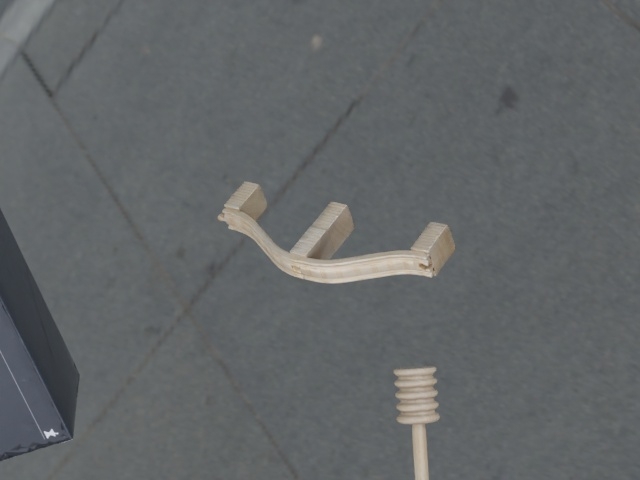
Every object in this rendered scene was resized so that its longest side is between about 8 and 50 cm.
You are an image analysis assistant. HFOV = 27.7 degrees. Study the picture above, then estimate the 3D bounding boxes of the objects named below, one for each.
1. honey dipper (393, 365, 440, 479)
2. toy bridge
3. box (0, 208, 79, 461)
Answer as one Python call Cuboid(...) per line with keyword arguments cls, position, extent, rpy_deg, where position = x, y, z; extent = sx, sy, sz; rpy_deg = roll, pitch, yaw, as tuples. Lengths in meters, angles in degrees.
Cuboid(cls="honey dipper", position=(0.071, 0.167, 0.887), extent=(0.030, 0.030, 0.161), rpy_deg=(-6, 88, 37))
Cuboid(cls="toy bridge", position=(0.000, 0.000, 0.938), extent=(0.188, 0.026, 0.063), rpy_deg=(13, 49, 33))
Cuboid(cls="box", position=(-0.320, 0.055, 1.003), extent=(0.184, 0.261, 0.103), rpy_deg=(-16, 28, 5))
